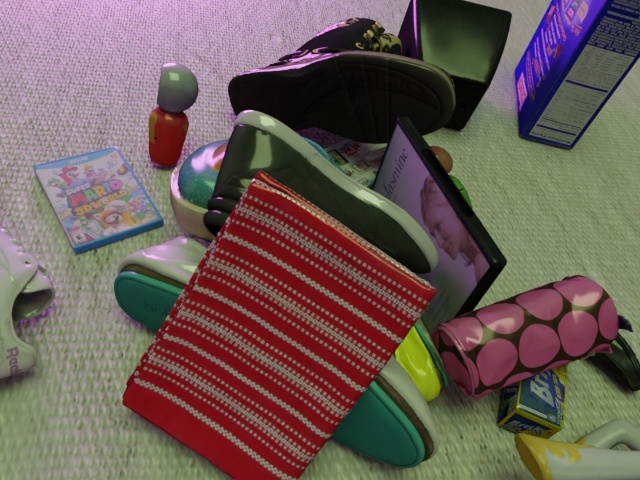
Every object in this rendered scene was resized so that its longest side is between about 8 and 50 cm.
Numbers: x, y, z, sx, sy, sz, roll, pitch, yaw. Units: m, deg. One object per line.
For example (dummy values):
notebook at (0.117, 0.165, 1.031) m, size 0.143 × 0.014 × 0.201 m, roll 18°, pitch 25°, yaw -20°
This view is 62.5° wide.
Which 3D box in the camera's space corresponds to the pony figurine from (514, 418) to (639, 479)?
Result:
pony figurine at (0.425, 0.271, 0.491) m, size 0.364 × 0.302 × 0.350 m, roll -18°, pitch 46°, yaw -9°

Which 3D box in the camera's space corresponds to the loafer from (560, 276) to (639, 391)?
loafer at (0.367, 0.133, 0.716) m, size 0.061 × 0.062 × 0.170 m, roll -35°, pitch 66°, yaw 8°

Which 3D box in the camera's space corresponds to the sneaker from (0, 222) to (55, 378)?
sneaker at (-0.386, 0.028, 0.590) m, size 0.152 × 0.114 × 0.305 m, roll 0°, pitch 53°, yaw -32°

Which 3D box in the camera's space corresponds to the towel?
towel at (-0.050, 0.101, 0.496) m, size 0.199 × 0.274 × 0.031 m, roll 34°, pitch 14°, yaw 3°

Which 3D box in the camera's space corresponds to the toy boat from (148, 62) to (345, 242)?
toy boat at (-0.123, -0.117, 0.715) m, size 0.318 × 0.148 × 0.268 m, roll 34°, pitch 33°, yaw 22°

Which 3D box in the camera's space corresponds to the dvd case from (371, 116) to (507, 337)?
dvd case at (0.133, -0.013, 0.689) m, size 0.022 × 0.180 × 0.252 m, roll -9°, pitch 53°, yaw -20°

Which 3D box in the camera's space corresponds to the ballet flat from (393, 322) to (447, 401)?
ballet flat at (0.079, 0.095, 0.660) m, size 0.077 × 0.077 × 0.230 m, roll -17°, pitch 56°, yaw -5°

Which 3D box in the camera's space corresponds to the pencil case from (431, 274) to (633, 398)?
pencil case at (0.237, 0.112, 0.605) m, size 0.210 × 0.095 × 0.098 m, roll -15°, pitch 96°, yaw -12°

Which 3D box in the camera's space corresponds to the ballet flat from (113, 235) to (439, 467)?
ballet flat at (-0.040, 0.097, 0.596) m, size 0.401 × 0.139 × 0.139 m, roll 26°, pitch 49°, yaw 13°

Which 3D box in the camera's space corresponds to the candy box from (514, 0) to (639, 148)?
candy box at (0.500, -0.381, 1.010) m, size 0.122 × 0.317 × 0.268 m, roll 17°, pitch 49°, yaw -2°

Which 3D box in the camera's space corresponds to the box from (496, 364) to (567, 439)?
box at (0.269, 0.160, 0.660) m, size 0.059 × 0.054 × 0.168 m, roll 23°, pitch 49°, yaw 6°

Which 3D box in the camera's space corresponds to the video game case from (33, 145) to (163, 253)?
video game case at (-0.309, -0.062, 0.732) m, size 0.119 × 0.015 × 0.166 m, roll -23°, pitch 58°, yaw -29°

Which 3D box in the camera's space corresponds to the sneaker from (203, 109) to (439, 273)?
sneaker at (0.000, 0.000, 0.591) m, size 0.296 × 0.105 × 0.146 m, roll 33°, pitch 75°, yaw -23°

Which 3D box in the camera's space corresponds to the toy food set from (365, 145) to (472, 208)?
toy food set at (0.167, -0.083, 0.801) m, size 0.128 × 0.071 × 0.217 m, roll -17°, pitch 70°, yaw -30°

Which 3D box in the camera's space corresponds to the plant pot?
plant pot at (0.232, -0.320, 0.994) m, size 0.188 × 0.188 × 0.166 m, roll 13°, pitch 62°, yaw -4°

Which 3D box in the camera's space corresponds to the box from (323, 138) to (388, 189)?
box at (0.080, -0.128, 0.872) m, size 0.207 × 0.036 × 0.114 m, roll -32°, pitch 64°, yaw -34°

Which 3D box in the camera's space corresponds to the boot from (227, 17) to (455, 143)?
boot at (0.068, -0.280, 0.883) m, size 0.378 × 0.138 × 0.284 m, roll 5°, pitch 37°, yaw 31°
